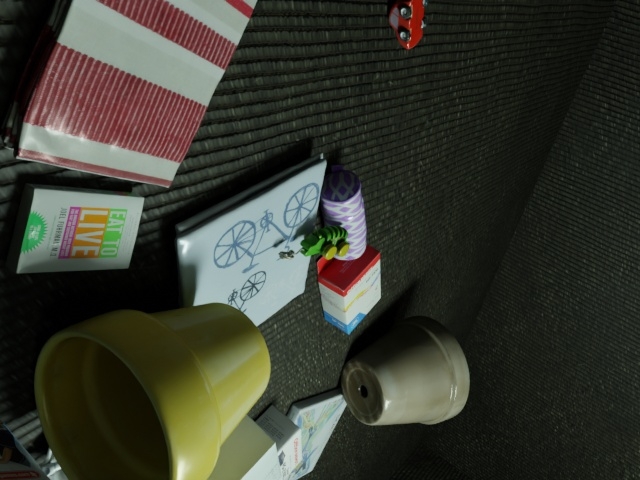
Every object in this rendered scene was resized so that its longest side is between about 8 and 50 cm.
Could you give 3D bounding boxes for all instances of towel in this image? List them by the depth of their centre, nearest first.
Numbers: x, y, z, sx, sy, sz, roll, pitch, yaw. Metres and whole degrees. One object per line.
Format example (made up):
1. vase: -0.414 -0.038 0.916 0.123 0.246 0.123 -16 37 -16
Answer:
1. towel: -0.179 -0.222 0.621 0.329 0.037 0.237 -62 155 10

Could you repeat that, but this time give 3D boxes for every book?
1. book: -0.279 -0.014 0.667 0.144 0.035 0.096 -1 115 -58

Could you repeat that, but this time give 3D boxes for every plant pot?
1. plant pot: -0.202 0.196 0.775 0.239 0.254 0.254 -25 138 -56
2. plant pot: 0.224 0.409 1.696 0.280 0.323 0.323 -10 127 -37

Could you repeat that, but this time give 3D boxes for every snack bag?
1. snack bag: -0.117 0.044 0.993 0.323 0.037 0.343 -35 147 -38

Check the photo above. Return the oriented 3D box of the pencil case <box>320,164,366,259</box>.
1. pencil case: 0.047 -0.046 1.131 0.206 0.086 0.088 82 12 -54

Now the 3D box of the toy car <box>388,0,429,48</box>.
1. toy car: 0.152 -0.458 0.922 0.225 0.053 0.239 -61 154 2

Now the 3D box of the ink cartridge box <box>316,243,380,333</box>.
1. ink cartridge box: 0.068 0.092 1.309 0.134 0.078 0.231 -45 150 -26

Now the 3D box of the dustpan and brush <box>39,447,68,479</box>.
1. dustpan and brush: -0.351 0.310 0.810 0.211 0.147 0.060 -15 177 -15

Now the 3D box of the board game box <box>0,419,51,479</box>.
1. board game box: -0.361 0.157 0.396 0.086 0.302 0.308 -56 153 -6

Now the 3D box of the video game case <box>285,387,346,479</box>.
1. video game case: -0.049 0.571 1.642 0.329 0.036 0.300 9 109 -61

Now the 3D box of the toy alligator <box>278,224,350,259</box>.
1. toy alligator: 0.000 0.000 1.036 0.189 0.056 0.051 -8 126 -51

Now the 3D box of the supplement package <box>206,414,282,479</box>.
1. supplement package: -0.188 0.375 1.007 0.149 0.194 0.203 -42 154 -26

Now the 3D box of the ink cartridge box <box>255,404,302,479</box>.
1. ink cartridge box: -0.154 0.533 1.353 0.237 0.100 0.172 -40 148 -33
